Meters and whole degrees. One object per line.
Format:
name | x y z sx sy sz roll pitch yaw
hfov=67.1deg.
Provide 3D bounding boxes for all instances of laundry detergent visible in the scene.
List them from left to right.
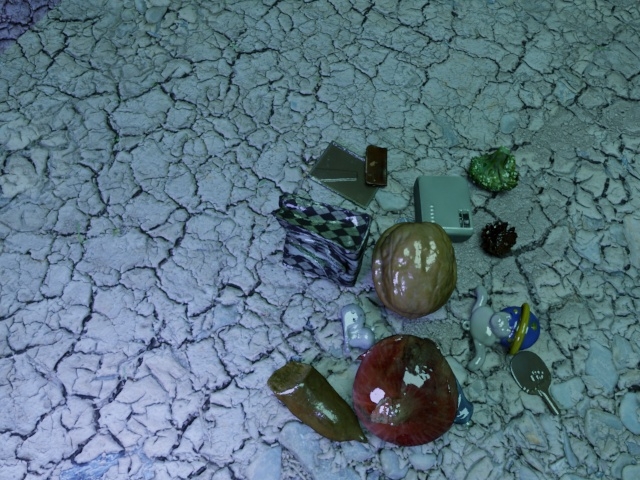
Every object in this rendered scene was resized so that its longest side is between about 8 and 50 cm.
laundry detergent | 0.453 0.542 1.646 0.097 0.061 0.206 -25 72 -14

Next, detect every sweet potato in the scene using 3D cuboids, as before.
sweet potato | -0.003 0.545 1.585 0.370 0.158 0.158 44 73 6

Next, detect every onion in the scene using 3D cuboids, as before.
onion | 0.263 0.471 1.546 0.354 0.353 0.353 1 69 -2

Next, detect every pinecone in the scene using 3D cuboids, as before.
pinecone | 0.675 -0.014 1.840 0.140 0.140 0.121 -33 41 -14

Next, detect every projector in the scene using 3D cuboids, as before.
projector | 0.474 -0.123 1.880 0.198 0.108 0.250 1 68 -2

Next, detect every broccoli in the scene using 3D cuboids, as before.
broccoli | 0.697 -0.295 1.911 0.194 0.194 0.219 -38 69 -15

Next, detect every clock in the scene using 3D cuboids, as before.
clock | 0.136 0.306 1.712 0.117 0.080 0.176 -5 70 -4

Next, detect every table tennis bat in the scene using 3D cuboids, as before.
table tennis bat | 0.763 0.502 1.701 0.131 0.022 0.234 -24 70 -12

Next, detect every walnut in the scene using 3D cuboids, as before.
walnut | 0.327 0.103 1.682 0.306 0.306 0.343 6 92 0

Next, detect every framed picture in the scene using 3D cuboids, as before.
framed picture | 0.113 -0.270 1.964 0.281 0.019 0.209 32 71 9

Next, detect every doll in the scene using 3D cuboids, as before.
doll | 0.627 0.326 1.686 0.243 0.159 0.311 25 73 6

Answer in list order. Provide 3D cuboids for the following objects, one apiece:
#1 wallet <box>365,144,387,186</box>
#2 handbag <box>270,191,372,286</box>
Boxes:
wallet | 0.227 -0.303 1.958 0.095 0.026 0.176 5 71 -8
handbag | 0.000 0.000 1.643 0.317 0.416 0.180 19 71 7
